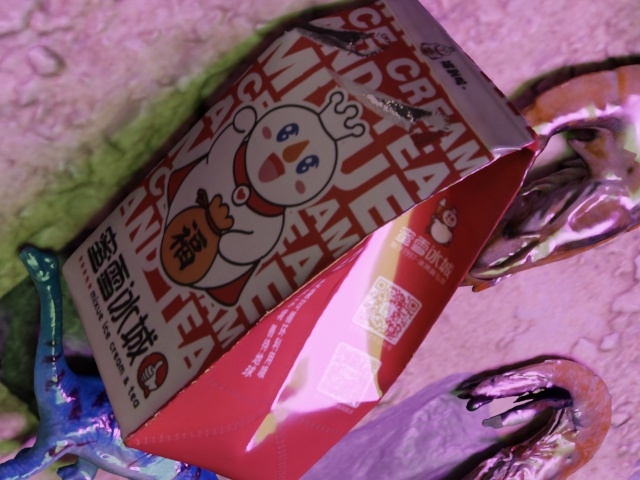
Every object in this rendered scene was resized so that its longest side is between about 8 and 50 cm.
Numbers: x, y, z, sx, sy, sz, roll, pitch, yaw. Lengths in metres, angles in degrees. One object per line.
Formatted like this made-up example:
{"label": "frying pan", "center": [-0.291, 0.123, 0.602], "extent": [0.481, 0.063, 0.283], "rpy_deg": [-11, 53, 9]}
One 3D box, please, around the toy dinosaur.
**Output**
{"label": "toy dinosaur", "center": [-0.148, 0.142, 1.143], "extent": [0.144, 0.076, 0.329], "rpy_deg": [-39, 125, 3]}

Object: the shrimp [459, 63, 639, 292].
{"label": "shrimp", "center": [0.156, -0.038, 1.122], "extent": [0.254, 0.059, 0.145], "rpy_deg": [-22, 133, -4]}

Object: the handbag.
{"label": "handbag", "center": [0.000, 0.000, 1.003], "extent": [0.298, 0.171, 0.151], "rpy_deg": [-43, 137, 17]}

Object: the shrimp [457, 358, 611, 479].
{"label": "shrimp", "center": [0.137, 0.174, 1.319], "extent": [0.219, 0.046, 0.152], "rpy_deg": [-34, 137, 3]}
